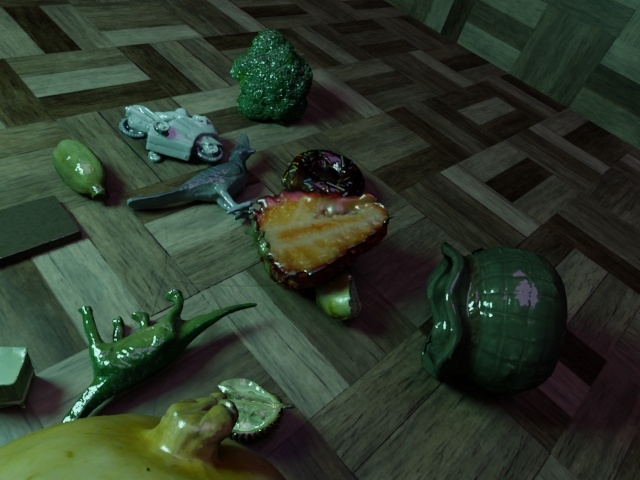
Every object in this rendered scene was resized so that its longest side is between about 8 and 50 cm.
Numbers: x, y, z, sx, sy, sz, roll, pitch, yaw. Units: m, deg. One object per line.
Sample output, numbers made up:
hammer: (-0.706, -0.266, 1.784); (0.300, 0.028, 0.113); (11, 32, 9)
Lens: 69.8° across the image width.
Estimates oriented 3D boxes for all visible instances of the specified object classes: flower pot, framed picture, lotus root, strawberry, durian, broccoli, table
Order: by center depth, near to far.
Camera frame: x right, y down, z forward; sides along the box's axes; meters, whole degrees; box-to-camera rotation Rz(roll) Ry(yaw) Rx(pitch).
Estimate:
table: (-0.479, 0.207, 0.682); (0.079, 0.083, 0.062); (5, 44, -14)
durian: (-0.111, 0.282, 0.747); (0.140, 0.071, 0.110); (2, 40, 1)
flower pot: (0.319, 0.149, 0.892); (0.213, 0.301, 0.301); (8, 43, 5)
framed picture: (-0.591, -0.022, 0.916); (0.168, 0.023, 0.128); (-28, 60, -38)
strawberry: (-0.016, -0.007, 0.999); (0.280, 0.150, 0.253); (-31, 52, -25)
lotus root: (-0.534, -0.157, 1.024); (0.183, 0.090, 0.077); (45, 22, 22)
broccoli: (-0.158, -0.506, 1.428); (0.254, 0.269, 0.269); (3, 46, -24)

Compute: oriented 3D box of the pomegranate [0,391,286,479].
pomegranate: (-0.183, 0.340, 0.441); (0.412, 0.411, 0.411); (10, 44, -10)

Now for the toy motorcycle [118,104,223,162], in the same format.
toy motorcycle: (-0.374, -0.284, 1.192); (0.260, 0.110, 0.170); (16, 45, -17)

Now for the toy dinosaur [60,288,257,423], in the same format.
toy dinosaur: (-0.287, 0.229, 0.729); (0.447, 0.087, 0.300); (-11, 50, -20)

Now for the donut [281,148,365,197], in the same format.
donut: (0.017, -0.159, 1.223); (0.235, 0.089, 0.235); (11, 43, -11)

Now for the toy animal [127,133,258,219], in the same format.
toy animal: (-0.244, -0.120, 1.101); (0.206, 0.081, 0.367); (39, 54, 14)

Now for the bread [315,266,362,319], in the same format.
bread: (0.036, 0.113, 0.958); (0.094, 0.083, 0.157); (-16, 26, -8)
